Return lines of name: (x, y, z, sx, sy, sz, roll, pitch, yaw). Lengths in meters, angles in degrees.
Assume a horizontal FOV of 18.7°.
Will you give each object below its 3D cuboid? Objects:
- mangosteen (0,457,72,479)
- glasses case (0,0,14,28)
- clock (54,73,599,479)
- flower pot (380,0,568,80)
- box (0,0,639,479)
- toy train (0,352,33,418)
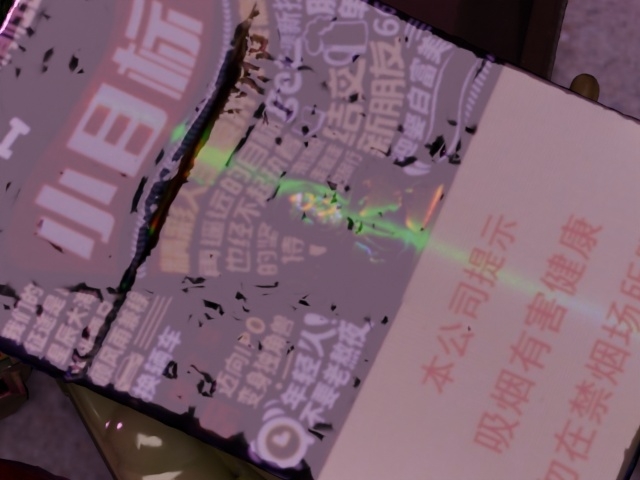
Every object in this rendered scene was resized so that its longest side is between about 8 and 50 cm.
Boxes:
mangosteen: (-0.129, 0.262, 0.704, 0.421, 0.381, 0.381, 4, 75, 6)
glasses case: (-0.190, -0.213, 0.981, 0.062, 0.095, 0.272, -3, 74, -1)
clock: (0.033, 0.034, 0.920, 0.308, 0.096, 0.235, -29, 77, -10)
flower pot: (-0.001, -0.149, 0.928, 0.250, 0.084, 0.179, 15, 39, 4)
box: (0.000, 0.000, 0.818, 0.310, 0.084, 0.198, 25, 85, 1)
toy train: (-0.200, 0.035, 0.937, 0.087, 0.050, 0.138, -26, 76, -13)
